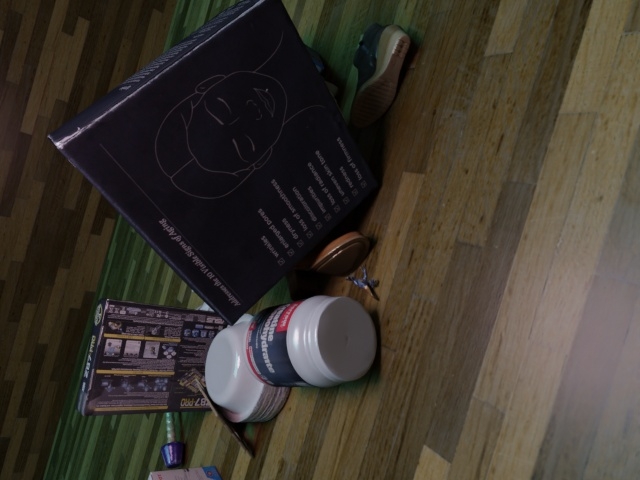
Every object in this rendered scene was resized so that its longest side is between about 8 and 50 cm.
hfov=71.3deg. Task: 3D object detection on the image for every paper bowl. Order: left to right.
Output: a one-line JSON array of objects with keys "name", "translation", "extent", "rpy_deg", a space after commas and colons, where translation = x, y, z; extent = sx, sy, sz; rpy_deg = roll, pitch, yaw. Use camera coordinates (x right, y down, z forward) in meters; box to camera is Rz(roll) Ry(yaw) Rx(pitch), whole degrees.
[{"name": "paper bowl", "translation": [-0.210, 0.343, 1.216], "extent": [0.284, 0.148, 0.284], "rpy_deg": [-22, 61, 48]}]

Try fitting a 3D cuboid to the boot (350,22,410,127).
[{"name": "boot", "translation": [0.126, -0.420, 1.128], "extent": [0.248, 0.090, 0.207], "rpy_deg": [-61, 27, 19]}]

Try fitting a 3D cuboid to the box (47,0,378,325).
[{"name": "box", "translation": [-0.206, -0.168, 0.973], "extent": [0.472, 0.480, 0.297], "rpy_deg": [-44, 34, -17]}]

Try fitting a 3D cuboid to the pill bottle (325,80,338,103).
[{"name": "pill bottle", "translation": [-0.005, -0.362, 1.248], "extent": [0.086, 0.086, 0.152], "rpy_deg": [28, 99, 52]}]

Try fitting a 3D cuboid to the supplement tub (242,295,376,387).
[{"name": "supplement tub", "translation": [-0.031, 0.226, 0.989], "extent": [0.272, 0.191, 0.191], "rpy_deg": [-21, 62, 47]}]

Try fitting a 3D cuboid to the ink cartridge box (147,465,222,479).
[{"name": "ink cartridge box", "translation": [-0.371, 0.718, 1.240], "extent": [0.148, 0.203, 0.086], "rpy_deg": [28, 100, 52]}]

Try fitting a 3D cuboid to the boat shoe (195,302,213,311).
[{"name": "boat shoe", "translation": [-0.415, 0.264, 1.569], "extent": [0.184, 0.063, 0.066], "rpy_deg": [-58, 40, 21]}]

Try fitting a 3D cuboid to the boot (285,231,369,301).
[{"name": "boot", "translation": [0.000, 0.000, 1.120], "extent": [0.283, 0.109, 0.220], "rpy_deg": [-47, 41, 42]}]

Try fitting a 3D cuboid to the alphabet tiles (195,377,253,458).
[{"name": "alphabet tiles", "translation": [-0.283, 0.480, 1.248], "extent": [0.009, 0.198, 0.237], "rpy_deg": [-38, 32, -19]}]

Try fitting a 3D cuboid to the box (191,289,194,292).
[{"name": "box", "translation": [-0.389, 0.128, 1.563], "extent": [0.101, 0.087, 0.102], "rpy_deg": [-29, 57, 43]}]

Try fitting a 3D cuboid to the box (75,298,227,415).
[{"name": "box", "translation": [-0.494, 0.358, 1.366], "extent": [0.097, 0.395, 0.318], "rpy_deg": [-7, 74, 49]}]

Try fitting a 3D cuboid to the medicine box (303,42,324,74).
[{"name": "medicine box", "translation": [-0.126, -0.452, 1.307], "extent": [0.263, 0.149, 0.289], "rpy_deg": [-54, 21, 24]}]

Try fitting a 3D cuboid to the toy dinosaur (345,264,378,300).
[{"name": "toy dinosaur", "translation": [0.087, 0.099, 1.011], "extent": [0.082, 0.047, 0.090], "rpy_deg": [145, 119, -63]}]

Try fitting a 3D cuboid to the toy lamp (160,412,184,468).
[{"name": "toy lamp", "translation": [-0.523, 0.649, 1.564], "extent": [0.080, 0.080, 0.275], "rpy_deg": [-48, 44, 31]}]
